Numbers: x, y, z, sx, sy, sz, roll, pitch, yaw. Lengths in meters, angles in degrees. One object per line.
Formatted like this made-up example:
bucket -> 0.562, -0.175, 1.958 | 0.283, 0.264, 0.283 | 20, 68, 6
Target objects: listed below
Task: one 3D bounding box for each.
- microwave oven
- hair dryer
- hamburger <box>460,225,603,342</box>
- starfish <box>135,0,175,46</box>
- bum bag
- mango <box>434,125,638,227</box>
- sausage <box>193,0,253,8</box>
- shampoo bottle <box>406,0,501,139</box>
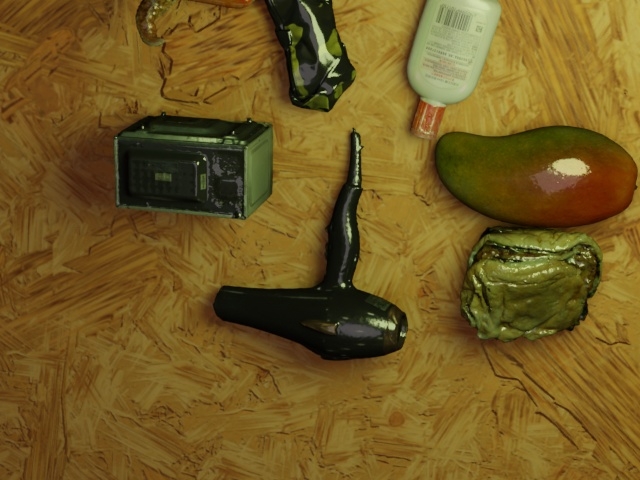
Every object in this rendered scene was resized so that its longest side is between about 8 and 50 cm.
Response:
microwave oven -> -0.184, -0.117, 1.882 | 0.205, 0.163, 0.129 | 4, 106, 11
hair dryer -> 0.000, 0.000, 1.945 | 0.303, 0.120, 0.360 | 12, 100, 20
hamburger -> 0.306, 0.052, 1.877 | 0.206, 0.130, 0.183 | -2, 134, -2
starfish -> -0.205, -0.458, 1.780 | 0.327, 0.094, 0.375 | 16, 93, -4
bum bag -> -0.018, -0.298, 1.845 | 0.106, 0.060, 0.233 | -19, 105, -2
mango -> 0.307, -0.090, 1.832 | 0.289, 0.129, 0.146 | -2, 110, 19
sausage -> -0.253, -0.389, 1.860 | 0.347, 0.053, 0.053 | 12, 109, 5
shampoo bottle -> 0.180, -0.254, 1.835 | 0.108, 0.051, 0.221 | 17, 110, 2
